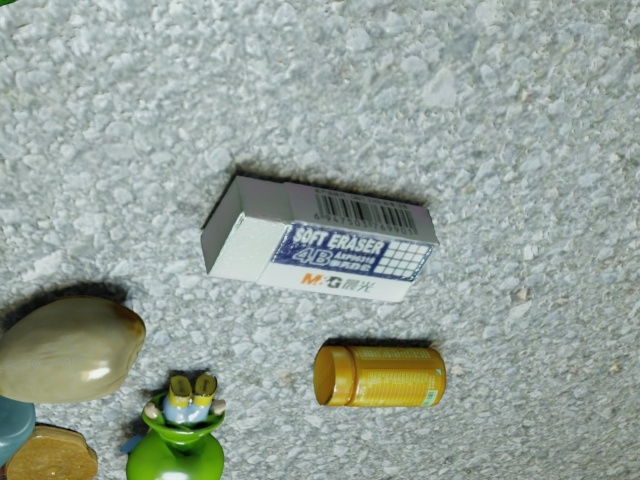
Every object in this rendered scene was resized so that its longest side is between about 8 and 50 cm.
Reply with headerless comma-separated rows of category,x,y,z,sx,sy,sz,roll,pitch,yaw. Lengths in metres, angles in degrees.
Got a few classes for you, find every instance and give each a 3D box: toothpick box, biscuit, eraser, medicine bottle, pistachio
toothpick box,-0.502,0.286,1.523,0.120,0.120,0.184,16,135,-33
biscuit,-0.438,0.363,1.699,0.142,0.029,0.220,-23,142,-3
eraser,0.000,0.000,1.366,0.287,0.086,0.130,10,133,-27
medicine bottle,0.093,0.214,1.644,0.192,0.096,0.096,3,138,-21
pistachio,-0.337,0.146,1.403,0.215,0.144,0.144,-12,141,5

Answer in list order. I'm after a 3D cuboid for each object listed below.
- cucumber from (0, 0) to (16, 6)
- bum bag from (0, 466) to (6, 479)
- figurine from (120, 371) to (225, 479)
cucumber,-0.295,-0.249,1.011,0.168,0.039,0.039,-19,141,-3
bum bag,-0.574,0.377,1.688,0.159,0.026,0.109,-22,141,0
figurine,-0.225,0.321,1.648,0.162,0.143,0.263,-1,129,-25
